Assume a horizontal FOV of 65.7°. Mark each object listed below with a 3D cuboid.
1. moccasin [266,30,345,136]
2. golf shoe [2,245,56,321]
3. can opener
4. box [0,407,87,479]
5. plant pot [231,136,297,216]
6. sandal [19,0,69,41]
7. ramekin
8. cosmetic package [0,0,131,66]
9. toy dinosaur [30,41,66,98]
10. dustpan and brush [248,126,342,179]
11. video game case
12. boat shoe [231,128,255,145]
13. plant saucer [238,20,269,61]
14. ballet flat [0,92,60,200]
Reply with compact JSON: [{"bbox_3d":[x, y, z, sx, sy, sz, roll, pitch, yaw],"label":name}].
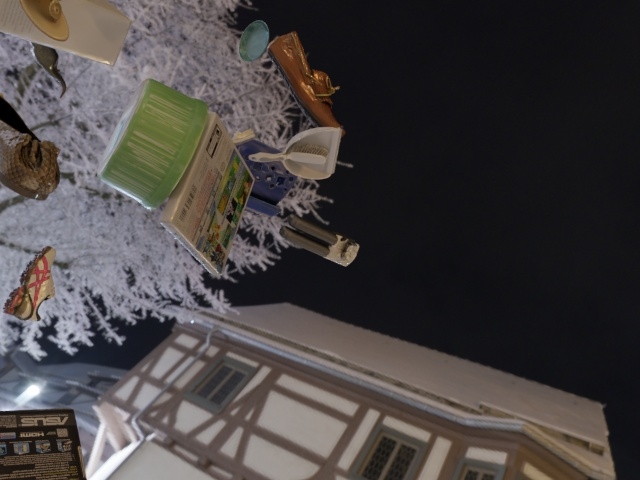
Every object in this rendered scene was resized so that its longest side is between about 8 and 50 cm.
[{"bbox_3d":[-0.023,-0.491,1.572,0.146,0.139,0.380,-31,-104,5],"label":"moccasin"},{"bbox_3d":[-0.663,0.102,1.166,0.067,0.186,0.086,-21,-43,41],"label":"golf shoe"},{"bbox_3d":[0.000,0.000,1.308,0.093,0.280,0.074,41,-78,42],"label":"can opener"},{"bbox_3d":[-0.471,0.345,0.562,0.097,0.394,0.318,-57,-133,16],"label":"box"},{"bbox_3d":[-0.222,-0.202,1.646,0.235,0.212,0.236,21,-4,-23],"label":"plant pot"},{"bbox_3d":[-0.625,-0.574,1.104,0.079,0.088,0.240,-26,-91,39],"label":"sandal"},{"bbox_3d":[-0.415,-0.240,1.206,0.148,0.304,0.303,27,-35,-30],"label":"ramekin"},{"bbox_3d":[-0.798,-0.663,1.376,0.230,0.453,0.162,42,-68,25],"label":"cosmetic package"},{"bbox_3d":[-0.896,-0.628,1.604,0.160,0.120,0.314,-148,-119,-68],"label":"toy dinosaur"},{"bbox_3d":[-0.062,-0.201,1.167,0.211,0.060,0.147,5,-43,-6],"label":"dustpan and brush"},{"bbox_3d":[-0.283,-0.115,1.313,0.036,0.329,0.300,6,-26,18],"label":"video game case"},{"bbox_3d":[-0.233,-0.294,1.412,0.035,0.100,0.035,61,-28,0],"label":"boat shoe"},{"bbox_3d":[-0.183,-0.560,1.404,0.119,0.021,0.120,-6,-100,37],"label":"plant saucer"},{"bbox_3d":[-0.360,-0.133,0.569,0.250,0.084,0.058,42,-79,32],"label":"ballet flat"}]
